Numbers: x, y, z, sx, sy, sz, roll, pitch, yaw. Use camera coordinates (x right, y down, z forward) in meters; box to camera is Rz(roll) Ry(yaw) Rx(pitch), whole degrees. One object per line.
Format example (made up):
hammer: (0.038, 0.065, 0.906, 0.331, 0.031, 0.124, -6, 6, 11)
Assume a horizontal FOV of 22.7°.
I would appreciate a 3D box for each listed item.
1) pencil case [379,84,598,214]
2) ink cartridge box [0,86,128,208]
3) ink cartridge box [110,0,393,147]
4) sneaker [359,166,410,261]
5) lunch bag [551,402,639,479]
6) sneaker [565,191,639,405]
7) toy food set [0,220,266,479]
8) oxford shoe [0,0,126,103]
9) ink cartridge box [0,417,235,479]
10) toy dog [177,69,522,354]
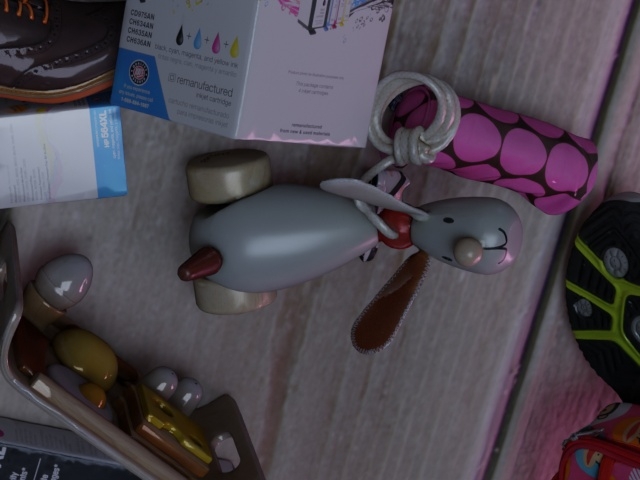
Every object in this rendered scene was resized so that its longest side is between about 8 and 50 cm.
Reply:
pencil case: (0.167, -0.085, 1.573, 0.209, 0.095, 0.098, 17, 130, -21)
ink cartridge box: (-0.256, -0.089, 1.463, 0.143, 0.092, 0.090, -6, 112, -12)
ink cartridge box: (-0.052, -0.212, 1.379, 0.168, 0.171, 0.232, 0, 104, -47)
sneaker: (0.062, -0.024, 1.592, 0.044, 0.040, 0.109, -2, 127, -23)
lunch bag: (0.344, 0.317, 1.677, 0.120, 0.258, 0.293, -37, 136, -44)
sneaker: (0.379, 0.111, 1.701, 0.147, 0.145, 0.384, -37, 116, -33)
toy food set: (-0.181, 0.118, 1.494, 0.306, 0.220, 0.092, 40, 98, -24)
oxford shoe: (-0.267, -0.183, 1.408, 0.271, 0.097, 0.098, -11, 136, -10)
ink cartridge box: (-0.282, 0.279, 1.621, 0.371, 0.069, 0.175, 14, 107, -16)
toy dog: (0.000, 0.000, 1.472, 0.334, 0.161, 0.220, -21, 104, 26)
